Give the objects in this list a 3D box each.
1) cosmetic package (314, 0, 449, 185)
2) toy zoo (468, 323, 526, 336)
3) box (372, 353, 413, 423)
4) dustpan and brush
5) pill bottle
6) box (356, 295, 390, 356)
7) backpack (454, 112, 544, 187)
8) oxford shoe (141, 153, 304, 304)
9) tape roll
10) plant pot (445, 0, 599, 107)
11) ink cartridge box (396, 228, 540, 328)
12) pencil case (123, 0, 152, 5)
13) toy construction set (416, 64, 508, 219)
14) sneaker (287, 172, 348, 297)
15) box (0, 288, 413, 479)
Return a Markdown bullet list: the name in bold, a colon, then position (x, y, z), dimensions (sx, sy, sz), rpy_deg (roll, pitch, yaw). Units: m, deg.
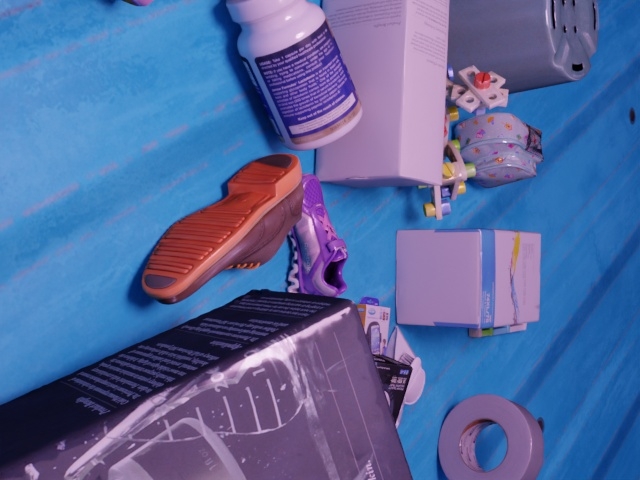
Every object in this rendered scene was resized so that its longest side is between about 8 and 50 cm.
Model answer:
- **cosmetic package**: position (0.110, -0.282, 1.639), dimensions (0.155, 0.197, 0.365), rpy_deg (3, 90, -52)
- **toy zoo**: position (0.441, 0.128, 2.190), dimensions (0.293, 0.030, 0.192), rpy_deg (-1, 91, -52)
- **box**: position (0.074, 0.283, 1.668), dimensions (0.180, 0.077, 0.147), rpy_deg (18, 90, -50)
- **dustpan and brush**: position (0.162, 0.294, 1.816), dimensions (0.147, 0.060, 0.211), rpy_deg (57, 49, -35)
- **pill bottle**: position (-0.044, -0.292, 1.476), dimensions (0.153, 0.153, 0.264), rpy_deg (-51, 129, -38)
- **box**: position (0.099, 0.178, 1.763), dimensions (0.081, 0.028, 0.136), rpy_deg (12, 83, -50)
- **backpack**: position (0.389, -0.203, 2.012), dimensions (0.188, 0.166, 0.144), rpy_deg (29, 58, -45)
- **oxford shoe**: position (-0.129, 0.005, 1.400), dimensions (0.364, 0.130, 0.133), rpy_deg (-44, 131, -40)
- **tape roll**: position (0.365, 0.443, 1.946), dimensions (0.072, 0.219, 0.219), rpy_deg (28, 69, -49)
- **plant pot**: position (0.359, -0.432, 1.840), dimensions (0.341, 0.334, 0.341), rpy_deg (-2, 93, -52)
- **ink cartridge box**: position (0.313, 0.075, 1.894), dimensions (0.270, 0.198, 0.197), rpy_deg (1, 89, -51)
- **pencil case**: position (-0.309, -0.423, 1.167), dimensions (0.284, 0.124, 0.124), rpy_deg (33, 65, -44)
- **toy construction set**: position (0.239, -0.217, 1.750), dimensions (0.151, 0.327, 0.215), rpy_deg (-2, 52, -16)
- **sneaker**: position (0.000, 0.000, 1.575), dimensions (0.095, 0.104, 0.236), rpy_deg (-10, 97, -50)
- **box**: position (-0.142, 0.368, 1.103), dimensions (0.472, 0.297, 0.480), rpy_deg (-24, 101, -27)
